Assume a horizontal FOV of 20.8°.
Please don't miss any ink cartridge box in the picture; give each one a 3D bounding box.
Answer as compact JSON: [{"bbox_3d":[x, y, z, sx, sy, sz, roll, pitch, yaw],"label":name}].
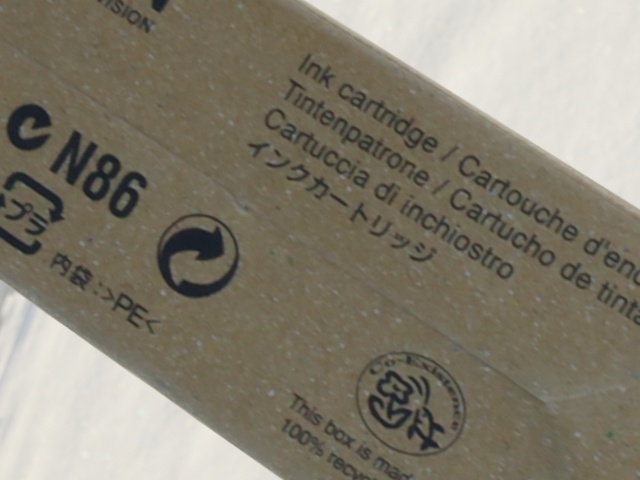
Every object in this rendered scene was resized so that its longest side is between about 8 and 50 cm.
[{"bbox_3d":[0.000,0.000,0.439,0.088,0.234,0.193,-57,-11,2],"label":"ink cartridge box"}]
